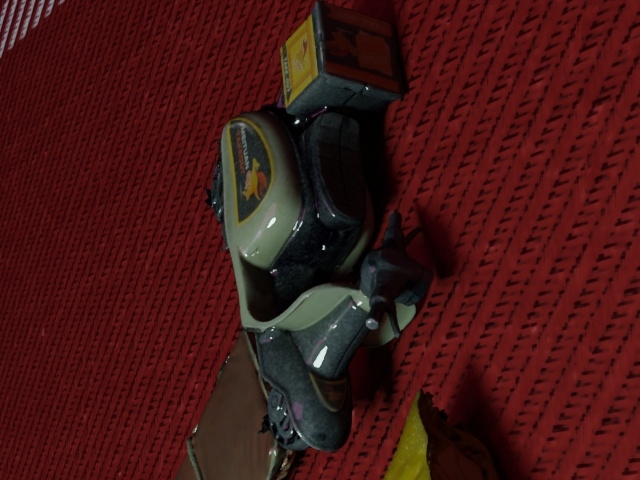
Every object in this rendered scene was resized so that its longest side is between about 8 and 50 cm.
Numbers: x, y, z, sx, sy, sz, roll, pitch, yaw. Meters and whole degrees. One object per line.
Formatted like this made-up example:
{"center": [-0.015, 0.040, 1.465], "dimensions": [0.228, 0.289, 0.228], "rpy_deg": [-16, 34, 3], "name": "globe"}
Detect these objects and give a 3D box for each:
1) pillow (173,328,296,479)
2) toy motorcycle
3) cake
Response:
{"center": [-0.076, 0.183, 1.198], "dimensions": [0.232, 0.043, 0.126], "rpy_deg": [-65, 32, 30], "name": "pillow"}
{"center": [0.000, 0.000, 1.043], "dimensions": [0.157, 0.091, 0.263], "rpy_deg": [-44, 44, 45], "name": "toy motorcycle"}
{"center": [0.084, 0.157, 0.886], "dimensions": [0.116, 0.079, 0.185], "rpy_deg": [-68, 18, 2], "name": "cake"}
